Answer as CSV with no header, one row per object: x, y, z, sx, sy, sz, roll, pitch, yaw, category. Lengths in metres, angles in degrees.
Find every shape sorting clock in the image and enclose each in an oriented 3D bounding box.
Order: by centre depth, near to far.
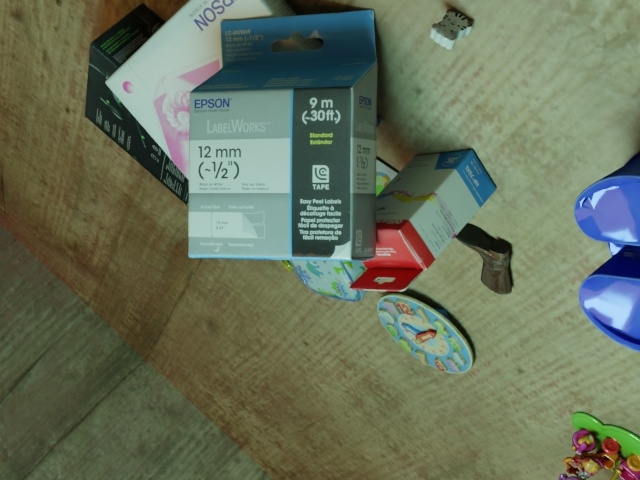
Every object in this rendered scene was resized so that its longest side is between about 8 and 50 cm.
0.187,0.172,2.047,0.206,0.040,0.206,33,151,21,shape sorting clock

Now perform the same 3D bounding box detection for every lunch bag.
0.000,0.000,2.004,0.176,0.090,0.219,7,136,48,lunch bag

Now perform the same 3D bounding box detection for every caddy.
0.461,0.011,1.312,0.341,0.179,0.241,13,116,45,caddy

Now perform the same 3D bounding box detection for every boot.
0.253,0.032,1.772,0.106,0.037,0.114,30,155,29,boot

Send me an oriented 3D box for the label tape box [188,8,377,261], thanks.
-0.054,-0.146,1.571,0.249,0.115,0.347,1,94,22,label tape box

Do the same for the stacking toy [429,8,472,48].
0.115,-0.358,1.398,0.221,0.052,0.167,38,151,15,stacking toy

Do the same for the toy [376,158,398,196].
0.090,-0.051,1.810,0.237,0.137,0.056,35,-171,19,toy

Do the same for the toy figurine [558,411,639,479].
0.452,0.394,1.871,0.173,0.159,0.130,35,152,17,toy figurine

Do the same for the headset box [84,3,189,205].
-0.285,-0.242,2.004,0.283,0.131,0.246,40,153,7,headset box

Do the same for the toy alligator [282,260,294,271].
-0.038,0.033,2.152,0.190,0.056,0.051,45,-165,-4,toy alligator

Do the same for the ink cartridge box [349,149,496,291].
0.130,-0.029,1.633,0.134,0.231,0.078,-2,128,54,ink cartridge box

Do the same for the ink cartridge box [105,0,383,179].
-0.124,-0.217,1.751,0.324,0.071,0.330,-35,100,35,ink cartridge box
